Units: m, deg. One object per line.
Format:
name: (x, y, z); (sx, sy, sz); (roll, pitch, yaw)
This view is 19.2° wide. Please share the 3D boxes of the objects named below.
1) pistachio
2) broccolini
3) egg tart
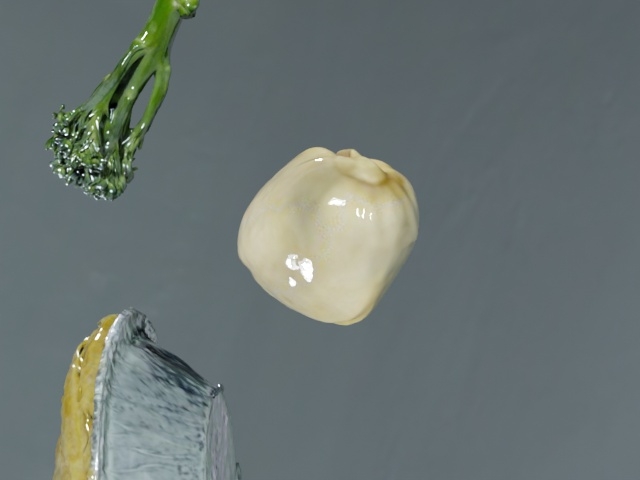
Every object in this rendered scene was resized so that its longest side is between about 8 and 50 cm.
pistachio: (0.000, 0.000, 1.571); (0.200, 0.117, 0.145); (-31, 64, 52)
broccolini: (-0.107, -0.130, 1.140); (0.067, 0.058, 0.216); (-58, -9, -77)
egg tart: (-0.102, 0.157, 1.199); (0.094, 0.234, 0.234); (-6, 56, 7)
